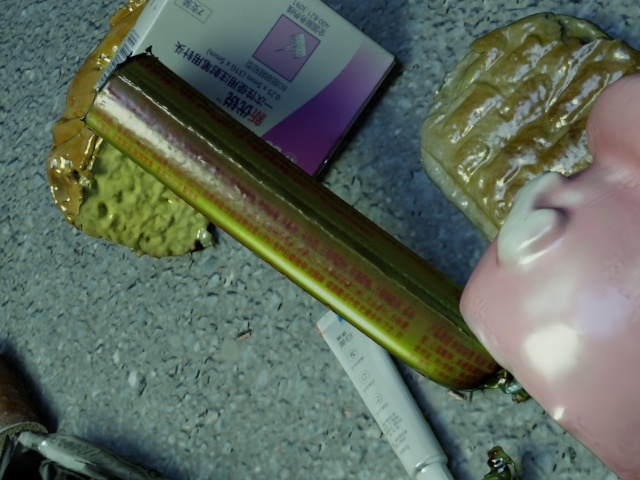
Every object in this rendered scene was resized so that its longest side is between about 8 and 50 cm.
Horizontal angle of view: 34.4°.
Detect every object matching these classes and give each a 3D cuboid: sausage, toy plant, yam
[{"bbox_3d":[0.000,0.000,0.742,0.371,0.082,0.082,37,100,2],"label":"sausage"},{"bbox_3d":[0.256,-0.021,0.552,0.356,0.210,0.317,-41,13,6],"label":"toy plant"},{"bbox_3d":[-0.330,0.162,1.022,0.141,0.079,0.079,42,101,37],"label":"yam"}]

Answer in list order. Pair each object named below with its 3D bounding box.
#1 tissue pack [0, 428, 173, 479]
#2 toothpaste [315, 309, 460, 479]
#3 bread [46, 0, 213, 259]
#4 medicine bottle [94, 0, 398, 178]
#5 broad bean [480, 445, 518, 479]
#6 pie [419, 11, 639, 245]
[{"bbox_3d":[-0.217,0.338,0.850,0.245,0.123,0.332,13,82,36],"label":"tissue pack"},{"bbox_3d":[0.051,0.119,0.788,0.048,0.031,0.190,-46,50,19],"label":"toothpaste"},{"bbox_3d":[-0.138,-0.124,0.934,0.147,0.160,0.260,40,103,47],"label":"bread"},{"bbox_3d":[-0.059,-0.136,0.844,0.171,0.201,0.052,-54,34,7],"label":"medicine bottle"},{"bbox_3d":[0.067,0.258,0.716,0.065,0.046,0.254,41,101,26],"label":"broad bean"},{"bbox_3d":[0.164,-0.082,0.762,0.195,0.046,0.195,-12,69,34],"label":"pie"}]
